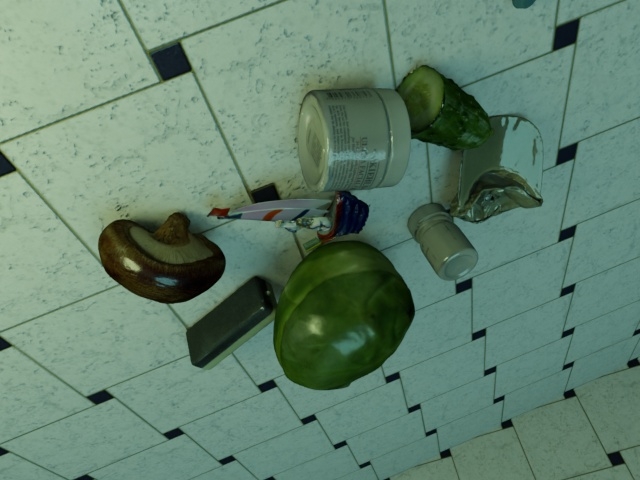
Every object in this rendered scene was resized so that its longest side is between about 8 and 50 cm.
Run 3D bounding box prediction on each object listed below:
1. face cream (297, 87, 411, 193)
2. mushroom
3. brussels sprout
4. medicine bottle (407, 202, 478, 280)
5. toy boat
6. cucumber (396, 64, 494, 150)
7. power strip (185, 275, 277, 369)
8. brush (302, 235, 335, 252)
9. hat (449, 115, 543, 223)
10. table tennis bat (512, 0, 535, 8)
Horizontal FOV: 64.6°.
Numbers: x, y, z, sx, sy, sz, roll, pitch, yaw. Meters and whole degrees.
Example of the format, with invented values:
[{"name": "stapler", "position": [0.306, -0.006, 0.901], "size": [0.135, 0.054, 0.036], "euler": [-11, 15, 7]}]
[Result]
[{"name": "face cream", "position": [0.052, -0.175, 0.886], "size": [0.153, 0.177, 0.177], "euler": [-7, 135, -16]}, {"name": "mushroom", "position": [-0.297, 0.045, 0.943], "size": [0.231, 0.194, 0.138], "euler": [17, 124, -23]}, {"name": "brussels sprout", "position": [0.065, 0.160, 1.135], "size": [0.371, 0.276, 0.314], "euler": [-20, 130, -45]}, {"name": "medicine bottle", "position": [0.282, 0.003, 1.175], "size": [0.105, 0.168, 0.105], "euler": [-13, 137, -13]}, {"name": "toy boat", "position": [-0.043, -0.062, 0.997], "size": [0.318, 0.072, 0.219], "euler": [11, 158, -32]}, {"name": "cucumber", "position": [0.254, -0.232, 0.969], "size": [0.244, 0.134, 0.134], "euler": [9, 129, -37]}, {"name": "power strip", "position": [-0.206, 0.195, 1.197], "size": [0.257, 0.105, 0.070], "euler": [-39, 137, 17]}, {"name": "brush", "position": [0.000, 0.000, 1.157], "size": [0.083, 0.019, 0.021], "euler": [-24, 128, 3]}, {"name": "hat", "position": [0.384, -0.152, 1.146], "size": [0.214, 0.149, 0.244], "euler": [-5, 99, -12]}, {"name": "table tennis bat", "position": [0.291, -0.469, 0.737], "size": [0.215, 0.044, 0.329], "euler": [-62, 152, -5]}]
